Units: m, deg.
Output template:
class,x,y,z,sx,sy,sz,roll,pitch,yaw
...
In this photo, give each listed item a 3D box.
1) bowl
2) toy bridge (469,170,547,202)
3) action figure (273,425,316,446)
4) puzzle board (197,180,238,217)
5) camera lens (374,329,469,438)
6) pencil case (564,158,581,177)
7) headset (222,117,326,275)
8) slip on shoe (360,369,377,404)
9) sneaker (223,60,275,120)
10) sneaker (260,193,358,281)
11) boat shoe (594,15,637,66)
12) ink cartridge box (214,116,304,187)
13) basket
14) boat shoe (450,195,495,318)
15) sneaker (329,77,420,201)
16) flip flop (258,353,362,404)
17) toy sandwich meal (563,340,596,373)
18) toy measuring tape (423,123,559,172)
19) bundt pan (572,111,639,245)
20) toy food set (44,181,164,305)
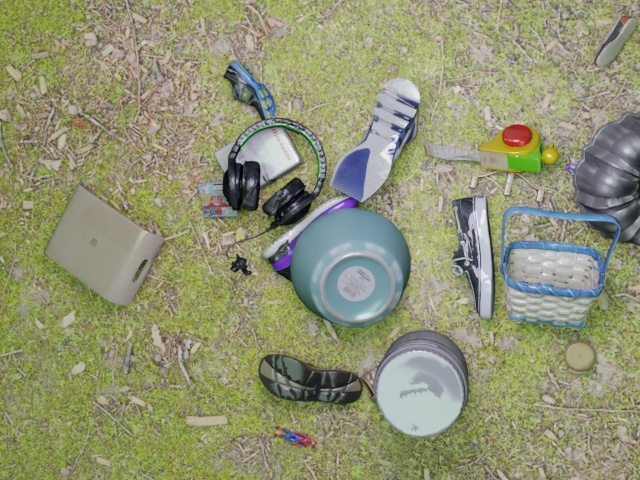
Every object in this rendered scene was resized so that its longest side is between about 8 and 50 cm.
class,x,y,z,sx,sy,sz,roll,pitch,yaw
bowl,0.083,0.091,1.802,0.311,0.163,0.311,-1,108,-4
toy bridge,0.472,-0.144,1.841,0.188,0.026,0.063,12,92,10
action figure,-0.067,0.527,1.958,0.115,0.030,0.038,14,89,8
puzzle board,-0.275,-0.109,1.948,0.128,0.011,0.096,0,107,39
camera lens,0.245,0.338,1.768,0.219,0.274,0.219,0,91,11
pencil case,0.698,-0.196,1.772,0.206,0.086,0.088,-29,50,9
headset,-0.135,-0.110,1.805,0.243,0.185,0.394,22,94,-3
slip on shoe,0.146,0.403,1.897,0.041,0.051,0.135,-21,84,-18
sneaker,-0.187,-0.387,1.947,0.078,0.067,0.188,-40,85,30
sneaker,0.000,0.000,1.904,0.293,0.102,0.146,-37,92,13
boat shoe,0.708,-0.484,1.782,0.137,0.049,0.043,-55,40,10
ink cartridge box,-0.159,-0.216,1.929,0.190,0.082,0.139,-30,87,9
basket,0.540,0.055,1.721,0.255,0.201,0.289,8,129,10
boat shoe,0.373,0.043,1.822,0.105,0.113,0.306,-6,88,17
sneaker,0.163,-0.238,1.822,0.127,0.182,0.315,33,101,15
flip flop,-0.027,0.365,1.927,0.277,0.080,0.112,10,88,-5
toy sandwich meal,0.642,0.289,1.820,0.085,0.029,0.085,-1,87,12
toy measuring tape,0.427,-0.237,1.822,0.330,0.121,0.121,12,94,28
bundt pan,0.761,-0.129,1.684,0.331,0.124,0.331,-1,109,-3
toy food set,-0.599,0.008,2.024,0.306,0.092,0.220,32,98,16
